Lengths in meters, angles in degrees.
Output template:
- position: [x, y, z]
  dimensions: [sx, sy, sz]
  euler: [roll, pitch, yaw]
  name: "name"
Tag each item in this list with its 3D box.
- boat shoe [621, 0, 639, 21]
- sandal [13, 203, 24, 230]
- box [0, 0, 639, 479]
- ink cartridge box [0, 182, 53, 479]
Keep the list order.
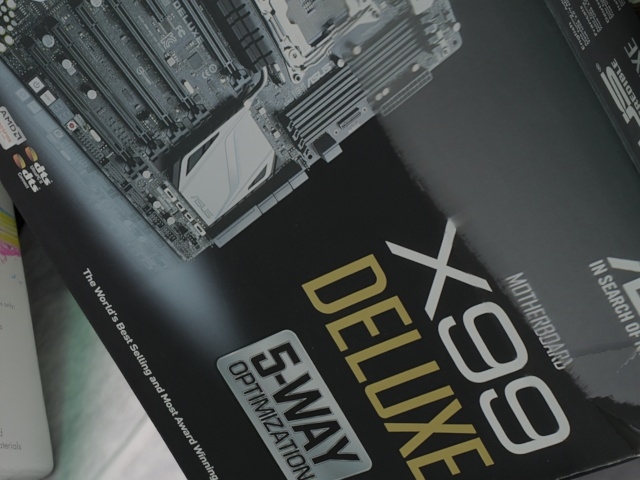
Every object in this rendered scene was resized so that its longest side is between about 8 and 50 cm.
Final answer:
- position: [0.110, -0.102, 0.542]
  dimensions: [0.207, 0.073, 0.073]
  euler: [18, 115, 55]
  name: "boat shoe"
- position: [-0.217, -0.132, 0.953]
  dimensions: [0.167, 0.107, 0.446]
  euler: [22, 81, 51]
  name: "sandal"
- position: [-0.002, -0.041, 0.522]
  dimensions: [0.242, 0.307, 0.076]
  euler: [-24, 11, 33]
  name: "box"
- position: [-0.297, 0.004, 0.853]
  dimensions: [0.207, 0.119, 0.354]
  euler: [-28, 64, 31]
  name: "ink cartridge box"
